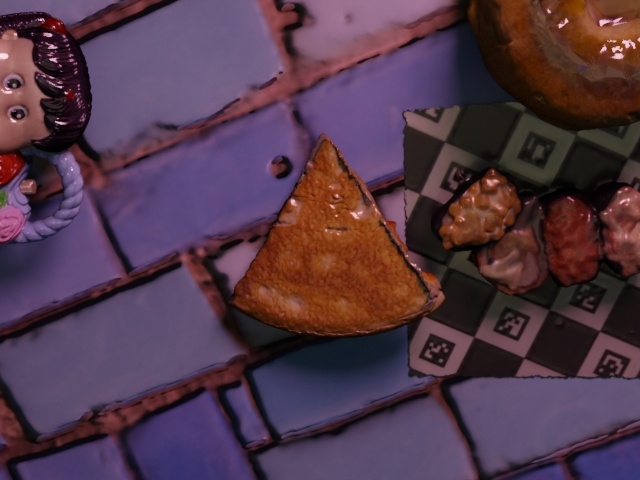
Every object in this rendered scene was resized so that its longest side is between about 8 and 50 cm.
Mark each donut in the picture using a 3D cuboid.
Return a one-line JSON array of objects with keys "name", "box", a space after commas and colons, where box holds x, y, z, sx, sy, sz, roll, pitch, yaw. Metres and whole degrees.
[{"name": "donut", "box": [0.233, -0.207, 0.956, 0.208, 0.128, 0.261, 43, 102, -10]}]

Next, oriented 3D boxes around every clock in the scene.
[{"name": "clock", "box": [-0.280, -0.087, 1.023, 0.195, 0.100, 0.194, -4, 111, 5]}]

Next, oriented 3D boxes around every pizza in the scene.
[{"name": "pizza", "box": [0.000, 0.000, 1.071, 0.185, 0.036, 0.176, -12, 93, 15]}]

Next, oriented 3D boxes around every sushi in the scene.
[{"name": "sushi", "box": [0.217, 0.008, 1.062, 0.290, 0.050, 0.264, -2, 107, 1]}]
